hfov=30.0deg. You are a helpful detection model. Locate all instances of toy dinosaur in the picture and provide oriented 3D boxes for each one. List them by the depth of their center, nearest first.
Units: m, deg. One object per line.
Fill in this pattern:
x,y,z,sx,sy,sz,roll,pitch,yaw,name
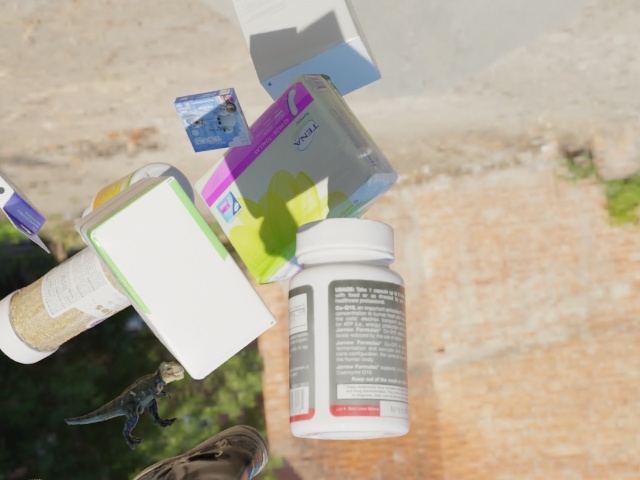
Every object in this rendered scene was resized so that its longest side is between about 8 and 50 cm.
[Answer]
-0.361,0.336,2.358,0.268,0.118,0.064,-30,-173,10,toy dinosaur

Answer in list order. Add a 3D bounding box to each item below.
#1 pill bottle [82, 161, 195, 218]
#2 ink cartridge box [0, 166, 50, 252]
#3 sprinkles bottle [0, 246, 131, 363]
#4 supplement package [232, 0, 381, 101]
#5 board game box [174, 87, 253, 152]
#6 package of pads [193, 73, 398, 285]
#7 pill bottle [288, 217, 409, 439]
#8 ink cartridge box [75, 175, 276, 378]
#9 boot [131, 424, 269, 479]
-0.360,-0.056,2.300,0.136,0.136,0.246,-3,170,-39,pill bottle
-0.579,-0.084,2.210,0.045,0.208,0.206,-41,168,-6,ink cartridge box
-0.376,0.078,1.927,0.355,0.121,0.121,-30,165,28,sprinkles bottle
-0.024,-0.363,2.144,0.194,0.203,0.149,-24,151,9,supplement package
-0.154,-0.173,1.725,0.090,0.090,0.020,-8,-141,17,board game box
-0.041,-0.092,1.941,0.296,0.229,0.101,-44,159,26,package of pads
0.037,0.122,1.616,0.161,0.283,0.161,0,167,0,pill bottle
-0.176,0.033,1.385,0.115,0.198,0.273,-37,-168,-10,ink cartridge box
-0.274,0.503,2.185,0.377,0.138,0.284,-31,-173,12,boot
